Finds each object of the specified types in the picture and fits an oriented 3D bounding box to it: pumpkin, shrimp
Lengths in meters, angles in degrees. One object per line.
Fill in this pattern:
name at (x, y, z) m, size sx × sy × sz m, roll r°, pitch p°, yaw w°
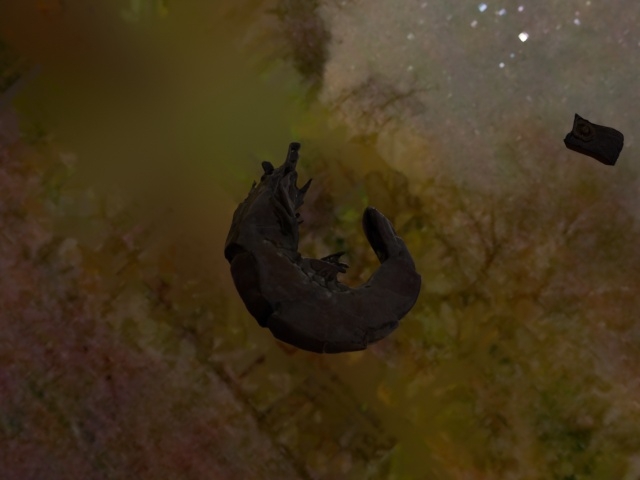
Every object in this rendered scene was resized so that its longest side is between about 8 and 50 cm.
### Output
pumpkin at (0.446, -0.162, 1.397) m, size 0.101 × 0.073 × 0.035 m, roll 25°, pitch -35°, yaw -3°
shrimp at (0.000, 0.000, 1.070) m, size 0.360 × 0.247 × 0.085 m, roll -101°, pitch -159°, yaw -45°
